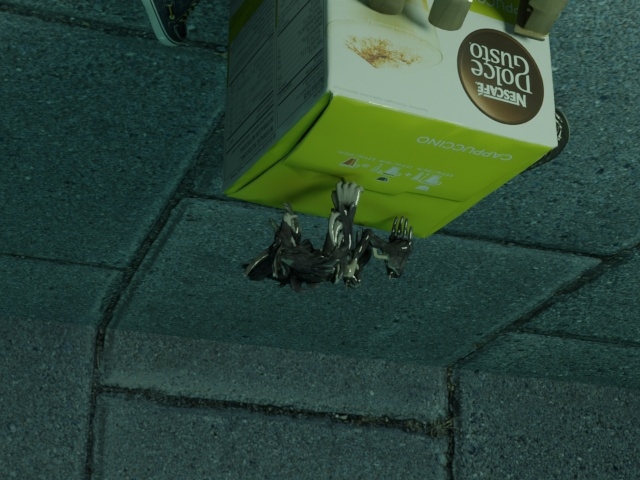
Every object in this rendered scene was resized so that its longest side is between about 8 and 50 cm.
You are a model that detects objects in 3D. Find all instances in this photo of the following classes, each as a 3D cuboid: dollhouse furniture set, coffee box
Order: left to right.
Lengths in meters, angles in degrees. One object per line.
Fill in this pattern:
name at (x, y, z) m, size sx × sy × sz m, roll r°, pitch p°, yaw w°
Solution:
coffee box at (0.084, -0.235, 1.742) m, size 0.337 × 0.335 × 0.338 m, roll 11°, pitch 155°, yaw -24°
dollhouse furniture set at (0.190, -0.354, 1.566) m, size 0.242 × 0.212 × 0.161 m, roll 15°, pitch 166°, yaw -1°

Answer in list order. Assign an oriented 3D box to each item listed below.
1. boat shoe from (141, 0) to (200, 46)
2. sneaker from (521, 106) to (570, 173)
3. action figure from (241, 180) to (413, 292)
boat shoe at (-0.205, -0.342, 1.838) m, size 0.083 × 0.065 × 0.183 m, roll -3°, pitch 156°, yaw 11°
sneaker at (0.247, -0.164, 2.213) m, size 0.384 × 0.145 × 0.147 m, roll -13°, pitch -175°, yaw 22°
action figure at (0.000, 0.000, 1.703) m, size 0.164 × 0.141 × 0.275 m, roll -11°, pitch 172°, yaw 35°
